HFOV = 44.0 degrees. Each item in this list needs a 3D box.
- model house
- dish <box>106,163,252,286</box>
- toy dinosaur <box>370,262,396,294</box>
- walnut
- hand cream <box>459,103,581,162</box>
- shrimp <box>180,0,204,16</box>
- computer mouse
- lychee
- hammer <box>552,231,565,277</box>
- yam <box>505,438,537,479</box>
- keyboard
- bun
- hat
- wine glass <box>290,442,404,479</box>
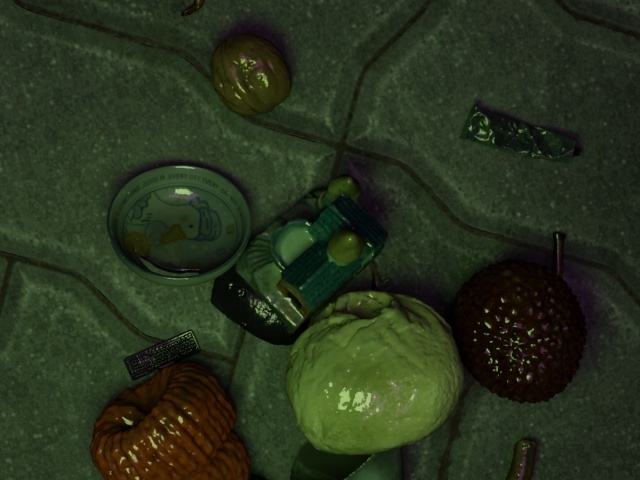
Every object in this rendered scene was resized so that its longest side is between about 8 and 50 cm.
[{"bbox_3d":[0.000,0.000,1.456,0.267,0.325,0.194,-41,87,-16],"label":"model house"},{"bbox_3d":[-0.275,-0.005,1.560,0.274,0.133,0.273,5,54,-6],"label":"dish"},{"bbox_3d":[0.135,0.107,1.646,0.058,0.037,0.180,-19,91,5],"label":"toy dinosaur"},{"bbox_3d":[-0.138,-0.324,1.549,0.167,0.149,0.166,7,124,11],"label":"walnut"},{"bbox_3d":[0.420,-0.213,1.639,0.248,0.052,0.075,15,92,-5],"label":"hand cream"},{"bbox_3d":[-0.293,-0.495,1.579,0.127,0.025,0.091,0,95,-7],"label":"shrimp"},{"bbox_3d":[-0.120,0.132,1.613,0.217,0.073,0.122,37,88,-3],"label":"computer mouse"},{"bbox_3d":[0.390,0.176,1.562,0.276,0.304,0.275,3,132,4],"label":"lychee"},{"bbox_3d":[0.500,0.082,1.681,0.078,0.021,0.200,-1,94,-4],"label":"hammer"},{"bbox_3d":[0.413,0.537,1.695,0.057,0.057,0.241,14,95,-5],"label":"yam"},{"bbox_3d":[-0.327,0.238,1.637,0.155,0.010,0.053,-24,97,-2],"label":"keyboard"},{"bbox_3d":[0.088,0.226,1.479,0.353,0.349,0.227,-28,115,-25],"label":"bun"},{"bbox_3d":[-0.262,0.456,1.554,0.285,0.285,0.400,-25,109,-2],"label":"hat"},{"bbox_3d":[0.164,0.544,1.581,0.267,0.267,0.406,-39,99,-1],"label":"wine glass"}]
